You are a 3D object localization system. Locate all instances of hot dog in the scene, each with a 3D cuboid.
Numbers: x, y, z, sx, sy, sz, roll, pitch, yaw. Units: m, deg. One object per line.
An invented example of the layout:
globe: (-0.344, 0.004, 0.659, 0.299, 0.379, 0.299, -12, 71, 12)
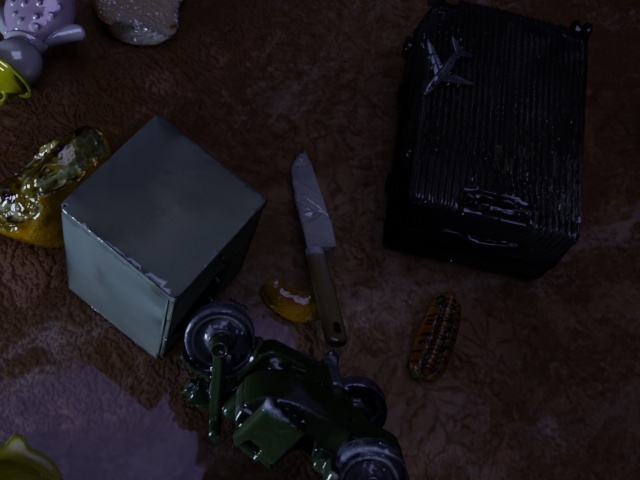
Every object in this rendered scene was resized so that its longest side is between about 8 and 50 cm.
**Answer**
hot dog: (0.140, 0.114, 1.117, 0.049, 0.037, 0.122, 24, 64, -6)

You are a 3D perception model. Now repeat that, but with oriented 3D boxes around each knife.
knife: (-0.001, 0.002, 1.115, 0.047, 0.017, 0.298, 0, 50, -18)

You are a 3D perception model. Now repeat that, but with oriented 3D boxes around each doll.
doll: (-0.355, -0.251, 1.141, 0.129, 0.081, 0.207, 15, 64, 2)

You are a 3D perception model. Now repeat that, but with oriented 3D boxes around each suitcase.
suitcase: (0.212, -0.134, 1.192, 0.229, 0.152, 0.335, 12, 66, -6)

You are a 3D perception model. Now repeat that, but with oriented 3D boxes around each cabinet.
cabinet: (-0.169, 0.008, 0.993, 0.150, 0.206, 0.145, 37, 63, 6)

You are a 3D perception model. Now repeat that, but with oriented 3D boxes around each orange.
orange: (-0.287, -0.052, 1.025, 0.160, 0.170, 0.112, -39, 120, -2)

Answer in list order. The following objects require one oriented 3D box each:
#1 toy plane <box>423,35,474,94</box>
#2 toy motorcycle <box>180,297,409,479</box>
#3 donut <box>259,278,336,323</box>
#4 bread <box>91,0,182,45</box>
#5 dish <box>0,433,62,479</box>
toy plane: (0.148, -0.205, 1.112, 0.078, 0.024, 0.084, 42, 65, -11)
toy motorcycle: (-0.026, 0.186, 0.943, 0.275, 0.205, 0.127, 29, 105, -13)
donut: (-0.025, 0.060, 1.100, 0.083, 0.038, 0.067, 33, 65, 1)
bread: (-0.240, -0.315, 1.223, 0.126, 0.044, 0.129, 12, 60, -16)
dish: (-0.315, 0.283, 0.900, 0.148, 0.080, 0.208, 7, 65, -11)
